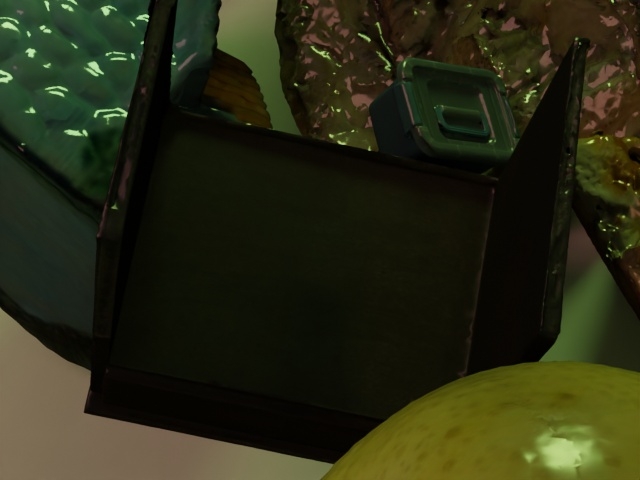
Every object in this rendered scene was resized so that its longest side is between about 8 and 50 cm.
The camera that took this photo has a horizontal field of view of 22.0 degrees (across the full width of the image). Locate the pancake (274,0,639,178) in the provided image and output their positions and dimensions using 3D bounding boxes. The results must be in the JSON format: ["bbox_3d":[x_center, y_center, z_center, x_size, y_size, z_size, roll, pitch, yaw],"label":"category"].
[{"bbox_3d":[0.129,-0.181,1.232,0.387,0.082,0.387,-15,63,32],"label":"pancake"}]

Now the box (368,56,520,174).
[{"bbox_3d":[0.082,-0.077,1.125,0.054,0.099,0.074,-38,58,43],"label":"box"}]

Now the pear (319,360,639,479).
[{"bbox_3d":[0.121,0.234,0.823,0.348,0.348,0.348,-23,53,34],"label":"pear"}]

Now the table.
[{"bbox_3d":[0.000,0.000,0.983,0.282,0.250,0.196,110,172,-67],"label":"table"}]

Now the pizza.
[{"bbox_3d":[0.216,0.013,0.971,0.085,0.161,0.305,-31,30,6],"label":"pizza"}]

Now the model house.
[{"bbox_3d":[-0.158,-0.122,1.350,0.339,0.297,0.360,-52,-3,-24],"label":"model house"}]
